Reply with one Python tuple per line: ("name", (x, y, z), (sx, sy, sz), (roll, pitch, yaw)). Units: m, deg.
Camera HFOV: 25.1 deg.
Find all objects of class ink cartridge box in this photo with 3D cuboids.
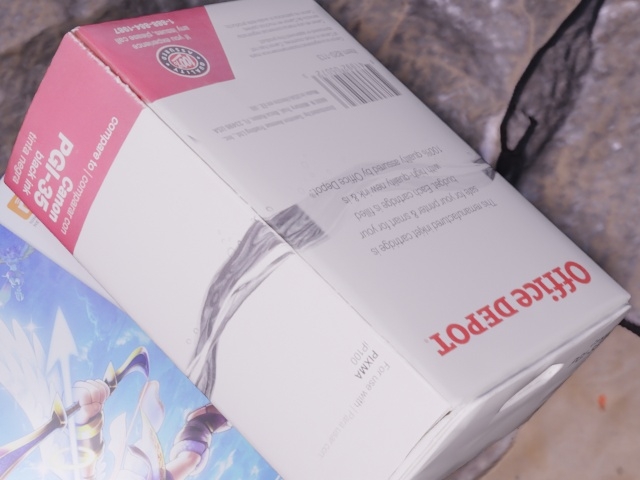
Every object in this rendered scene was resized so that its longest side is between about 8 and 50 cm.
("ink cartridge box", (0.000, 0.000, 0.791), (0.283, 0.207, 0.117), (45, 125, 18))

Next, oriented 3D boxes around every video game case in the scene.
("video game case", (-0.152, 0.131, 0.815), (0.244, 0.061, 0.269), (35, 78, 0))
